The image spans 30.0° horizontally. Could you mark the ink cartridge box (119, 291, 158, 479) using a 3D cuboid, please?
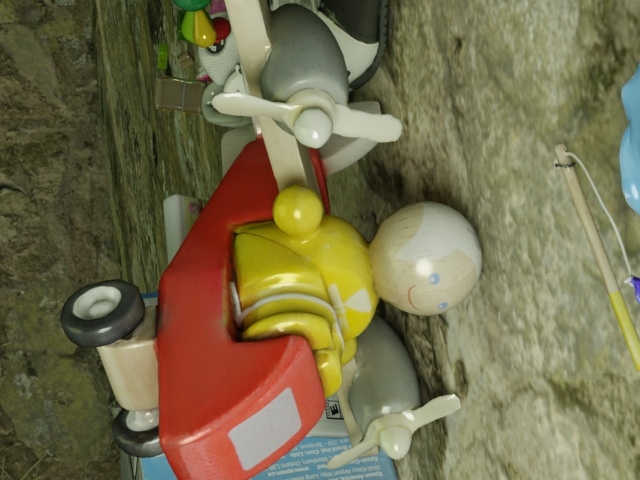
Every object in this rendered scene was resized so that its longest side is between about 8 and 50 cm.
[{"bbox_3d":[-0.105,0.198,1.333,0.129,0.223,0.307,-111,23,-43],"label":"ink cartridge box"}]

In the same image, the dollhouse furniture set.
[{"bbox_3d":[-0.208,-0.266,1.796,0.058,0.076,0.152,-95,13,-48],"label":"dollhouse furniture set"}]

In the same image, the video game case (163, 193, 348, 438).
[{"bbox_3d":[-0.056,0.073,1.095,0.023,0.193,0.212,-23,66,40],"label":"video game case"}]

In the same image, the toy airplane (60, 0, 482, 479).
[{"bbox_3d":[0.000,0.000,0.952,0.386,0.272,0.384,17,-105,-68],"label":"toy airplane"}]

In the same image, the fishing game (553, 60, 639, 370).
[{"bbox_3d":[0.208,-0.028,0.555,0.189,0.041,0.264,70,154,18],"label":"fishing game"}]

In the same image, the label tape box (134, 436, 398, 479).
[{"bbox_3d":[-0.025,0.338,1.083,0.106,0.240,0.334,109,150,-54],"label":"label tape box"}]

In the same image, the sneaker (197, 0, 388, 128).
[{"bbox_3d":[-0.034,-0.185,1.118,0.330,0.146,0.122,122,141,-60],"label":"sneaker"}]

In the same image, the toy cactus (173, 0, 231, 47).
[{"bbox_3d":[-0.082,-0.238,0.980,0.219,0.180,0.112,-43,72,41],"label":"toy cactus"}]

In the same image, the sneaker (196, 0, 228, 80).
[{"bbox_3d":[-0.073,-0.244,1.324,0.252,0.103,0.111,154,113,-65],"label":"sneaker"}]
